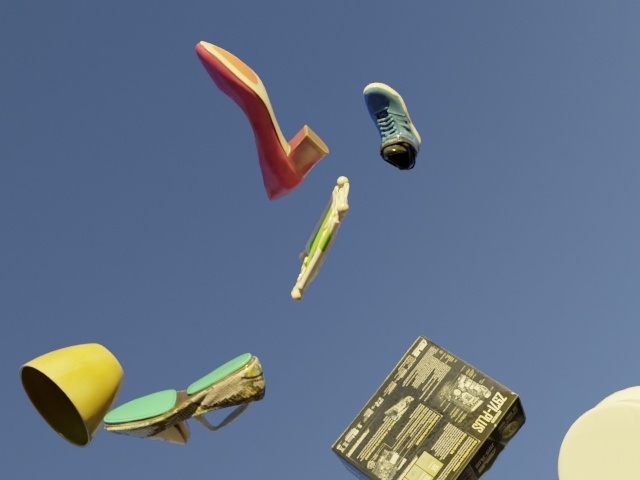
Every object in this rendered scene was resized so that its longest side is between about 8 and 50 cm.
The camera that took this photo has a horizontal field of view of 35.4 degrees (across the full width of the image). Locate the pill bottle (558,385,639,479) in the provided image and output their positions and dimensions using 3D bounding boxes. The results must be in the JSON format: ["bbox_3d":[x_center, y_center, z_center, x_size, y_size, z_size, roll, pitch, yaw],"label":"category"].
[{"bbox_3d":[0.506,0.322,1.466,0.392,0.224,0.224,9,-78,-55],"label":"pill bottle"}]

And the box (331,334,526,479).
[{"bbox_3d":[0.129,0.229,1.187,0.180,0.147,0.077,-50,-34,-15],"label":"box"}]

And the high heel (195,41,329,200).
[{"bbox_3d":[-0.109,-0.166,1.422,0.117,0.082,0.244,-42,-66,17],"label":"high heel"}]

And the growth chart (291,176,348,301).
[{"bbox_3d":[0.000,0.000,1.388,0.021,0.237,0.172,26,-76,-5],"label":"growth chart"}]

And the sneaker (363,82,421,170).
[{"bbox_3d":[0.117,-0.182,1.654,0.152,0.058,0.085,56,-151,-31],"label":"sneaker"}]

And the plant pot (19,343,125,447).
[{"bbox_3d":[-0.316,0.191,1.328,0.095,0.134,0.134,-40,-50,-35],"label":"plant pot"}]

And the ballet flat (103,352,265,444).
[{"bbox_3d":[-0.087,0.114,0.665,0.114,0.041,0.041,-23,-52,7],"label":"ballet flat"}]
